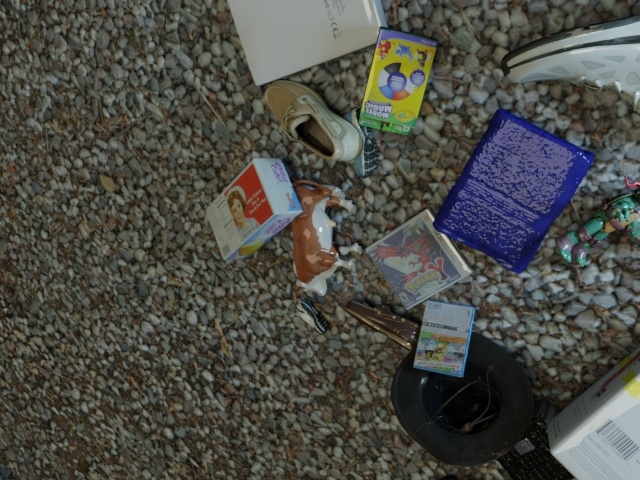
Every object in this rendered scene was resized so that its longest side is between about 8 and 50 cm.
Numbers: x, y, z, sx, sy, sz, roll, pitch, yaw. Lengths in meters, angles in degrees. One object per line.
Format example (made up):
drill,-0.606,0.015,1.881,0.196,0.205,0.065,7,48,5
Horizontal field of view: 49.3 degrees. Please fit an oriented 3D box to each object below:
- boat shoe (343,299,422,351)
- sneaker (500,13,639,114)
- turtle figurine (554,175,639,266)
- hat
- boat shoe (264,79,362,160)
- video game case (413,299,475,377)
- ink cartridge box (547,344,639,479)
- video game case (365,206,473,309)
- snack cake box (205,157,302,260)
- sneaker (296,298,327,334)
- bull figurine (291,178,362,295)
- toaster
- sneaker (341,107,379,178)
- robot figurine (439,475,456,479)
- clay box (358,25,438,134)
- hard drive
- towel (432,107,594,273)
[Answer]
boat shoe,0.158,0.197,1.737,0.207,0.073,0.073,28,81,21
sneaker,0.568,-0.278,1.285,0.448,0.169,0.257,-5,103,27
turtle figurine,0.597,-0.032,1.395,0.175,0.118,0.234,29,131,-32
hat,0.341,0.380,1.650,0.331,0.331,0.134,6,154,26
boat shoe,-0.039,-0.281,1.623,0.302,0.098,0.109,42,127,27
video game case,0.293,0.230,1.649,0.119,0.015,0.166,7,75,26
ink cartridge box,0.698,0.374,1.400,0.279,0.160,0.384,45,106,6
video game case,0.232,0.046,1.665,0.201,0.023,0.183,-35,89,33
snack cake box,-0.173,-0.075,1.744,0.264,0.089,0.152,-38,68,45
sneaker,-0.023,0.206,1.854,0.109,0.040,0.044,52,139,7
bull figurine,0.000,0.000,1.728,0.188,0.101,0.310,-4,106,27
toaster,0.507,0.479,1.621,0.186,0.110,0.168,-41,86,32
sneaker,0.087,-0.225,1.634,0.073,0.063,0.162,-8,95,41
robot figurine,0.338,0.738,1.769,0.209,0.173,0.278,45,122,4
clay box,0.165,-0.341,1.522,0.128,0.053,0.222,12,114,-1
hard drive,-0.034,-0.517,1.593,0.353,0.047,0.233,-12,102,30
towel,0.407,-0.105,1.496,0.228,0.076,0.308,30,119,8
